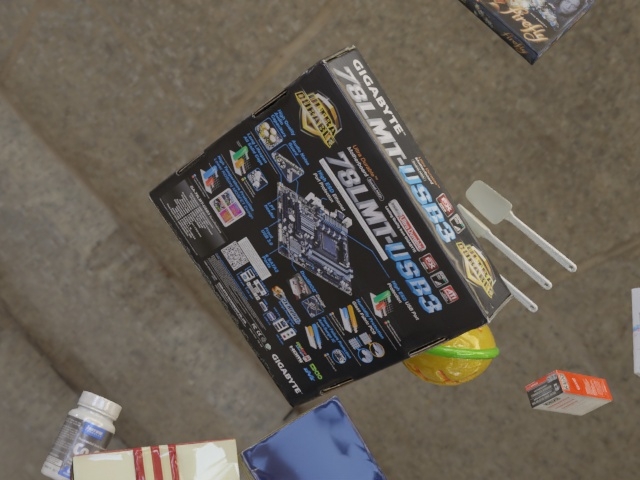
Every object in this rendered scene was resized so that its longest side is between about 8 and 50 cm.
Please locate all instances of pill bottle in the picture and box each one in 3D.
[{"bbox_3d":[-0.363,0.305,1.510,0.078,0.137,0.078,21,164,6],"label":"pill bottle"}]

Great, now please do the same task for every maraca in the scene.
[{"bbox_3d":[0.143,0.122,1.205,0.127,0.099,0.185,9,-178,-16],"label":"maraca"}]

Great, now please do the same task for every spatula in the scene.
[{"bbox_3d":[0.336,0.015,1.800,0.242,0.019,0.168,41,128,5],"label":"spatula"}]

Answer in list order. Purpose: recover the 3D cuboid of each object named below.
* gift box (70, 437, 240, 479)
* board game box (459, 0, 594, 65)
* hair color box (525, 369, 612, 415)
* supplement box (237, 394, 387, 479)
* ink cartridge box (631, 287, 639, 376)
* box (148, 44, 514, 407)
[{"bbox_3d":[-0.228,0.416,1.323,0.276,0.255,0.258,117,147,-70],"label":"gift box"},{"bbox_3d":[0.352,-0.456,1.800,0.243,0.165,0.042,44,163,9],"label":"board game box"},{"bbox_3d":[0.419,0.258,1.664,0.072,0.141,0.043,-38,53,36],"label":"hair color box"},{"bbox_3d":[-0.025,0.426,1.807,0.194,0.195,0.356,59,168,9],"label":"supplement box"},{"bbox_3d":[0.463,0.131,1.343,0.052,0.122,0.088,-9,154,35],"label":"ink cartridge box"},{"bbox_3d":[0.000,0.000,1.019,0.293,0.073,0.295,-31,94,39],"label":"box"}]
